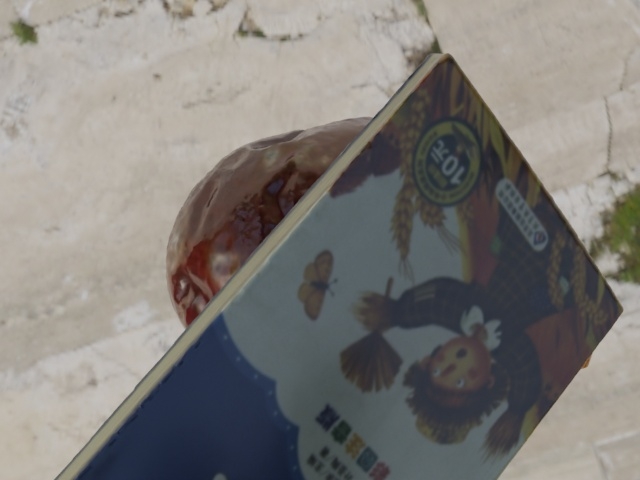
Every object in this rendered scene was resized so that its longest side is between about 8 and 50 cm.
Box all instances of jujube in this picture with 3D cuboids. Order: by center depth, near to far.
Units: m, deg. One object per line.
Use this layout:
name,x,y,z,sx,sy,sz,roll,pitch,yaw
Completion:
jujube,-0.001,-0.001,1.422,0.276,0.376,0.277,16,116,36

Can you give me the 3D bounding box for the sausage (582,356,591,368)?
sausage,0.324,0.105,1.465,0.031,0.031,0.107,8,117,-8

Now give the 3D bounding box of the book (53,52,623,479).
book,0.031,0.115,0.883,0.428,0.039,0.300,-50,123,-14
